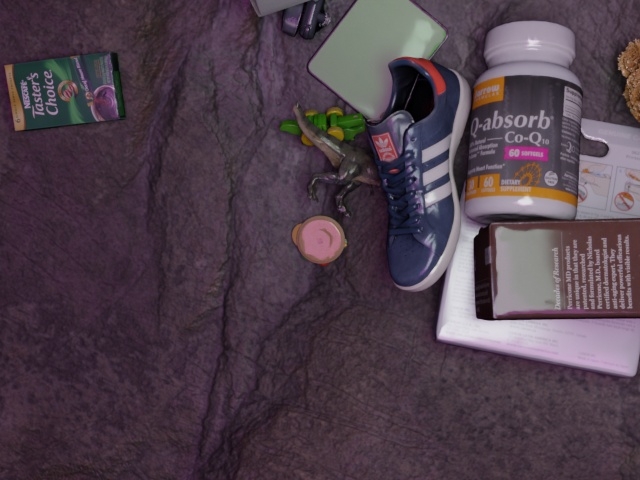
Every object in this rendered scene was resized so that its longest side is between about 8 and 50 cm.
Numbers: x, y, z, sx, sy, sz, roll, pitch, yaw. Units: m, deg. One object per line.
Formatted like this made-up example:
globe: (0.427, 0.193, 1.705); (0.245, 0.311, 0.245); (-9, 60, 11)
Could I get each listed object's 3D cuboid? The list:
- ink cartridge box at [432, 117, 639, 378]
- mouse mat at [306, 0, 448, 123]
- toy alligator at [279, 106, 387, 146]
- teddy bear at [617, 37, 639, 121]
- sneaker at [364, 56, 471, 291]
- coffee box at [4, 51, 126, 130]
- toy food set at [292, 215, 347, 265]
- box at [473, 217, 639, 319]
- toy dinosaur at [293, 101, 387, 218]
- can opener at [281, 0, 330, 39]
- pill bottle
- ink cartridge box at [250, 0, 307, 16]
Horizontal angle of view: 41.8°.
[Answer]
ink cartridge box: (0.362, -0.001, 1.323); (0.308, 0.091, 0.385); (11, 84, 5)
mouse mat: (0.089, -0.300, 1.325); (0.152, 0.007, 0.190); (39, 100, -1)
toy alligator: (0.031, -0.176, 1.332); (0.189, 0.056, 0.051); (-5, 141, 6)
teddy bear: (0.604, -0.262, 1.232); (0.338, 0.113, 0.245); (-40, 100, 4)
sneaker: (0.124, -0.105, 1.227); (0.131, 0.148, 0.350); (-7, 70, 44)
coffee box: (-0.419, -0.243, 1.376); (0.184, 0.040, 0.113); (-4, 99, 7)
toy food set: (0.000, 0.000, 1.378); (0.083, 0.020, 0.083); (-30, 95, 10)
box: (0.416, 0.044, 1.173); (0.381, 0.191, 0.143); (0, 85, 4)
toy dinosaur: (0.040, -0.103, 1.316); (0.268, 0.064, 0.118); (28, 104, -23)
can opener: (-0.002, -0.399, 1.290); (0.073, 0.059, 0.186); (19, 101, -11)
pill bottle: (0.297, -0.163, 1.221); (0.162, 0.162, 0.279); (4, 83, 6)
ink cartridge box: (-0.056, -0.471, 1.186); (0.171, 0.168, 0.233); (-19, 85, 3)
